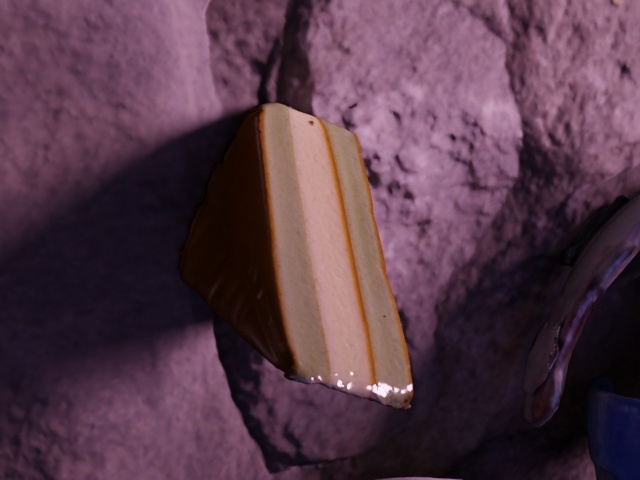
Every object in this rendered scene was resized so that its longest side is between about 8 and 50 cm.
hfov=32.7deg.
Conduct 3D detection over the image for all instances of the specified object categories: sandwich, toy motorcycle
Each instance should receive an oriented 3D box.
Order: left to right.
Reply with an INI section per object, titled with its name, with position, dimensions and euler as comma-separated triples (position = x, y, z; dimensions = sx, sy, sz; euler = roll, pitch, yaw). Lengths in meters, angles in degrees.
[sandwich]
position = 0.000, 0.000, 0.565
dimensions = 0.079, 0.163, 0.113
euler = 18, 98, -29
[toy motorcycle]
position = 0.277, 0.074, 0.741
dimensions = 0.319, 0.241, 0.182
euler = -61, 160, -1

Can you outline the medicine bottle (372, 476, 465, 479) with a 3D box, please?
[medicine bottle]
position = 0.064, 0.239, 0.658
dimensions = 0.135, 0.135, 0.169
euler = 17, 61, -28
